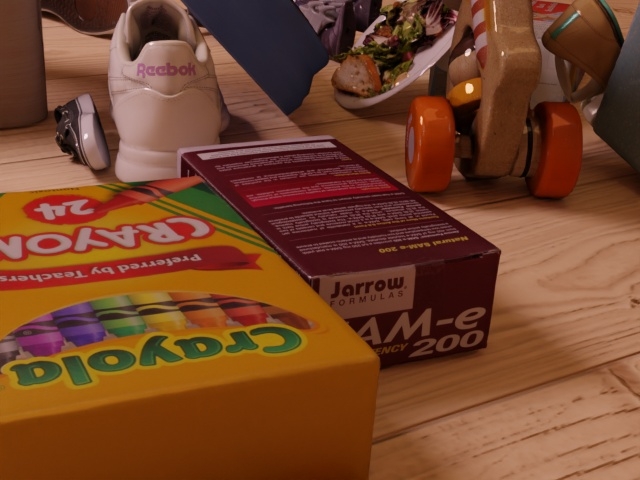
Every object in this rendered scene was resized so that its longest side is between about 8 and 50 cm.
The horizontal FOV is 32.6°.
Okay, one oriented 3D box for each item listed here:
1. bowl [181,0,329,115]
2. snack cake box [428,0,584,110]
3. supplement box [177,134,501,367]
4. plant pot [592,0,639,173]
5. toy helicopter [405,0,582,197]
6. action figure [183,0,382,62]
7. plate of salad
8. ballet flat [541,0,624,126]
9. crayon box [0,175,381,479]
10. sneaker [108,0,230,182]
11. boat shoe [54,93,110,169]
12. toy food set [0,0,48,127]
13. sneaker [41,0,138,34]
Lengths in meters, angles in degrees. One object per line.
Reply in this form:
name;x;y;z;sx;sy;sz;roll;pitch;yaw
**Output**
bowl;-0.137;-0.289;1.070;0.077;0.391;0.391;-42;29;3
snack cake box;0.230;-0.224;1.292;0.152;0.089;0.264;9;23;16
supplement box;0.000;0.000;0.739;0.130;0.073;0.239;-7;24;-24
plant pot;0.421;-0.122;0.902;0.248;0.247;0.252;-3;41;-17
toy helicopter;0.153;-0.219;0.924;0.140;0.355;0.235;2;40;-4
action figure;-0.064;-0.310;1.442;0.285;0.099;0.185;14;30;29
plate of salad;0.085;-0.224;1.175;0.048;0.200;0.200;43;7;-26
ballet flat;0.277;-0.152;1.070;0.073;0.232;0.080;-36;47;11
crayon box;-0.106;0.059;0.571;0.202;0.081;0.318;-7;26;-25
sneaker;-0.132;-0.150;0.975;0.114;0.152;0.305;-3;22;-11
boat shoe;-0.213;-0.092;0.967;0.040;0.049;0.142;-19;25;-6
toy food set;-0.398;-0.209;0.979;0.306;0.219;0.092;-10;24;-29
sneaker;-0.309;-0.347;1.467;0.123;0.106;0.290;-21;32;-41
